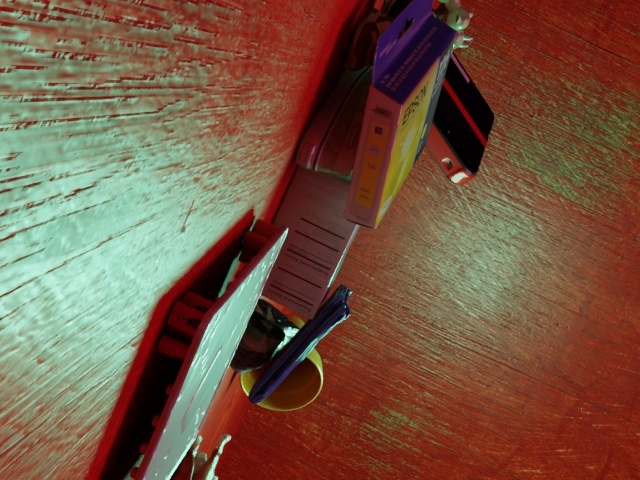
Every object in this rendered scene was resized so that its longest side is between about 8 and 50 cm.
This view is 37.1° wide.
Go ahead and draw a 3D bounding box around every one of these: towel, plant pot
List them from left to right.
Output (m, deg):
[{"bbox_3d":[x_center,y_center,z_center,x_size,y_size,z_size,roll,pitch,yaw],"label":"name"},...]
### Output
[{"bbox_3d":[-0.096,0.292,2.408,0.188,0.205,0.205,-90,-160,-57],"label":"plant pot"},{"bbox_3d":[-0.029,0.187,1.774,0.243,0.040,0.336,-47,179,4],"label":"towel"}]

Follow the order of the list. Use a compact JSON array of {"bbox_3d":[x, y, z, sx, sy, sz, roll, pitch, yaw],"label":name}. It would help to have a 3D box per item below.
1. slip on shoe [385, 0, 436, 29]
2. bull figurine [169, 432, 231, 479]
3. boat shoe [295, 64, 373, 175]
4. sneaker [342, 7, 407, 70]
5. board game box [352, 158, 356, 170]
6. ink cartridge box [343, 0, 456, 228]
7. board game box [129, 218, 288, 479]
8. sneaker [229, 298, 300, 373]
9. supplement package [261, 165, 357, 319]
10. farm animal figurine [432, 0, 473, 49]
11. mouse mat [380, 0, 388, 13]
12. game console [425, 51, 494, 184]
[{"bbox_3d":[0.121,-0.323,1.780,0.331,0.123,0.101,-63,154,-17],"label":"slip on shoe"},{"bbox_3d":[-0.274,0.527,1.982,0.310,0.101,0.188,116,-2,-45],"label":"bull figurine"},{"bbox_3d":[0.049,-0.198,1.561,0.302,0.094,0.109,-61,176,-45],"label":"boat shoe"},{"bbox_3d":[0.096,-0.313,1.519,0.185,0.084,0.069,-61,176,-51],"label":"sneaker"},{"bbox_3d":[0.060,-0.138,2.080,0.169,0.033,0.133,-52,170,-19],"label":"board game box"},{"bbox_3d":[0.136,-0.222,1.501,0.303,0.072,0.307,-54,162,-50],"label":"ink cartridge box"},{"bbox_3d":[-0.177,0.188,1.263,0.390,0.050,0.390,-65,177,19],"label":"board game box"},{"bbox_3d":[-0.131,0.201,1.957,0.122,0.110,0.283,-52,172,8],"label":"sneaker"},{"bbox_3d":[-0.013,-0.011,1.652,0.244,0.134,0.139,-65,176,14],"label":"supplement package"},{"bbox_3d":[0.235,-0.444,2.011,0.327,0.172,0.330,-64,177,-12],"label":"farm animal figurine"},{"bbox_3d":[0.158,-0.510,1.728,0.190,0.007,0.153,-61,176,-35],"label":"mouse mat"},{"bbox_3d":[0.302,-0.363,2.405,0.060,0.386,0.342,-22,-152,34],"label":"game console"}]
